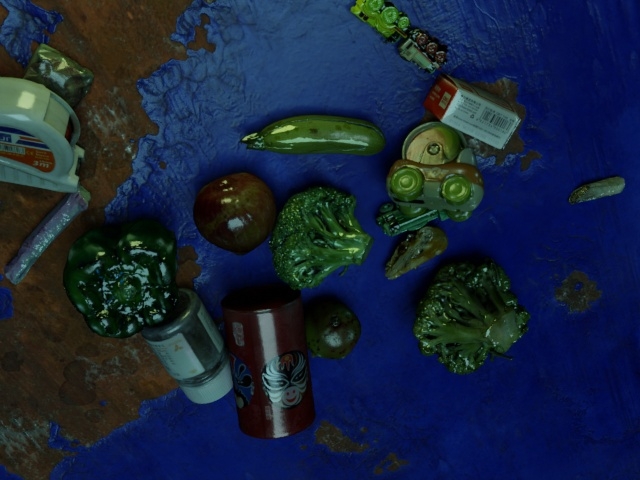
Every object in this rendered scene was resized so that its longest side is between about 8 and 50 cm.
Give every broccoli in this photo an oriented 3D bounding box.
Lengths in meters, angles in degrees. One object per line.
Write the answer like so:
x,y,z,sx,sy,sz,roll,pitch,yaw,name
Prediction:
0.407,0.213,1.820,0.304,0.283,0.321,43,84,-17,broccoli
0.000,0.000,1.648,0.241,0.269,0.262,17,92,16,broccoli

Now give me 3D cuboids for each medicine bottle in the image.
-0.327,0.268,1.754,0.165,0.165,0.274,-22,123,0,medicine bottle

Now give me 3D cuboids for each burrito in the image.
0.726,-0.133,1.835,0.149,0.041,0.055,-14,133,-4,burrito

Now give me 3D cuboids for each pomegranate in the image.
0.021,0.245,1.833,0.159,0.159,0.205,8,144,-16,pomegranate

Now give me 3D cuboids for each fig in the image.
-0.193,-0.055,1.604,0.205,0.205,0.205,-5,119,-9,fig

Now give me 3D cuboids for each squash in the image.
-0.015,-0.241,1.590,0.340,0.094,0.095,-1,118,-10,squash

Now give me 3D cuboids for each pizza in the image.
0.236,0.029,1.798,0.193,0.069,0.154,-36,160,16,pizza

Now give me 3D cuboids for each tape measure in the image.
-0.617,-0.215,1.423,0.258,0.130,0.265,10,146,-14,tape measure

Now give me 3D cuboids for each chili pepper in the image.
-0.442,0.076,1.578,0.248,0.257,0.234,-7,114,-10,chili pepper

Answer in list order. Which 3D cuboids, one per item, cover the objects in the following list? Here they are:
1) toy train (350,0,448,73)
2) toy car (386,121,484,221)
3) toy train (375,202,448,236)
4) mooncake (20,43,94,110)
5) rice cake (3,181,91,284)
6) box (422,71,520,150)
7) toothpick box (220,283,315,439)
0.181,-0.456,1.541,0.249,0.053,0.085,31,116,-25,toy train
0.274,-0.171,1.625,0.235,0.235,0.145,-29,158,4,toy car
0.226,-0.066,1.730,0.178,0.105,0.071,-23,124,1,toy train
-0.550,-0.321,1.444,0.125,0.073,0.130,28,111,-26,mooncake
-0.624,-0.013,1.590,0.290,0.081,0.051,-44,131,13,rice cake
0.349,-0.301,1.613,0.182,0.133,0.099,20,113,-19,box
-0.128,0.297,1.747,0.204,0.204,0.334,-8,103,-8,toothpick box
